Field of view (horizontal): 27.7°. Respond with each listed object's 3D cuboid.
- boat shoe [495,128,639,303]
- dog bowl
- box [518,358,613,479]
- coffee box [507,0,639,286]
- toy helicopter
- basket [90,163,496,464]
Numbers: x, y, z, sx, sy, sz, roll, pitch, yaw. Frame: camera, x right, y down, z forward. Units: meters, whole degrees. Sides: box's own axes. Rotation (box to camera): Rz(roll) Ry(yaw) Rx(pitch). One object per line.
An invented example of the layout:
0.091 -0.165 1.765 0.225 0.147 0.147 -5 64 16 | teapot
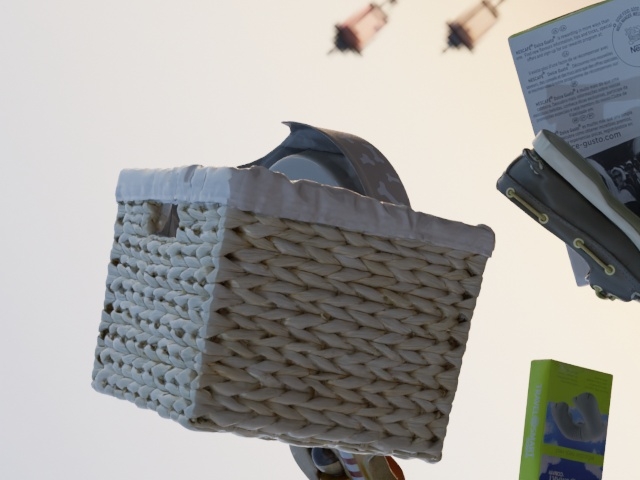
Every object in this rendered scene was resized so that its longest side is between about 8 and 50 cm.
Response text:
0.329 0.011 1.464 0.305 0.091 0.109 46 -160 5 | boat shoe
0.000 0.000 1.852 0.102 0.349 0.348 -9 -123 -39 | dog bowl
0.300 0.242 1.594 0.109 0.042 0.178 15 -103 -31 | box
0.497 -0.164 1.606 0.338 0.338 0.334 -18 -88 -45 | coffee box
0.043 0.268 1.807 0.140 0.355 0.235 -34 -98 -30 | toy helicopter
-0.046 0.073 1.417 0.331 0.266 0.328 13 176 -29 | basket
